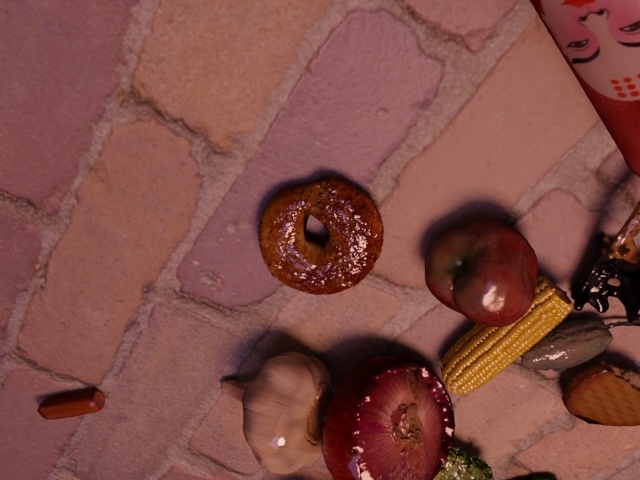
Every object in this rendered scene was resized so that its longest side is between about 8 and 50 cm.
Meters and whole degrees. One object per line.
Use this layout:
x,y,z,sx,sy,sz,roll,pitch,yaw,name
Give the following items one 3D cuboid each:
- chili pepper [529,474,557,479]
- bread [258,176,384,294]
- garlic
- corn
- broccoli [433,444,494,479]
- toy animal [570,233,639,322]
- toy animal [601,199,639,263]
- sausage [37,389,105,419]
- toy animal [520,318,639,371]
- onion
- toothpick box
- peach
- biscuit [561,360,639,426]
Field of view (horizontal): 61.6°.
0.373,0.549,1.084,0.253,0.083,0.099,-35,123,26,chili pepper
0.000,0.000,0.778,0.193,0.064,0.193,3,119,5,bread
-0.094,0.273,0.908,0.226,0.199,0.199,6,126,31,garlic
0.281,0.151,0.839,0.081,0.081,0.248,30,120,-14,corn
0.219,0.473,0.981,0.219,0.194,0.194,36,118,-24,broccoli
0.478,0.069,0.755,0.210,0.117,0.121,9,116,1,toy animal
0.459,-0.087,0.664,0.275,0.054,0.149,-38,118,6,toy animal
-0.475,0.313,1.019,0.131,0.041,0.039,-12,125,12,sausage
0.437,0.156,0.849,0.253,0.070,0.079,-10,156,-3,toy animal
0.108,0.308,0.877,0.248,0.248,0.161,30,145,-14,onion
0.329,-0.241,0.521,0.204,0.204,0.333,-34,113,22,toothpick box
0.232,0.055,0.755,0.152,0.152,0.152,2,122,3,peach
0.495,0.255,0.892,0.176,0.031,0.228,-14,134,15,biscuit
